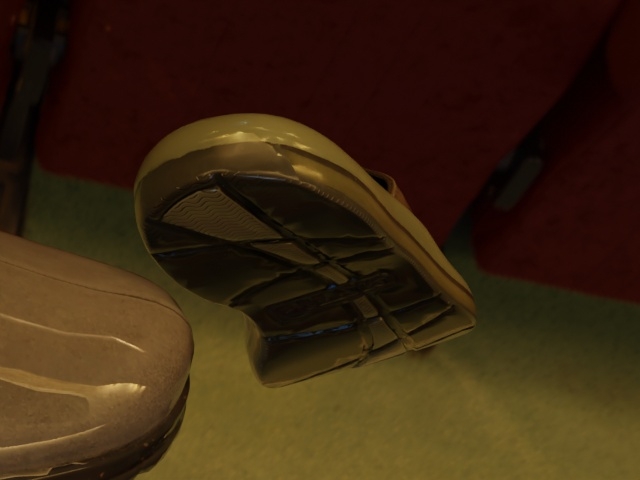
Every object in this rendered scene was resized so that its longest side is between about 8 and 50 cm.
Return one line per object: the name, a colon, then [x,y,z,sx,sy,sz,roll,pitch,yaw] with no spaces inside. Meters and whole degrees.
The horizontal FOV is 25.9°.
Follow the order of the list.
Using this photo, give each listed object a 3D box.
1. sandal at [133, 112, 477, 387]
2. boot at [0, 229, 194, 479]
sandal: [0.001,-0.001,0.664,0.120,0.303,0.086,-15,65,7]
boot: [-0.169,-0.050,0.381,0.338,0.223,0.118,12,24,-23]
